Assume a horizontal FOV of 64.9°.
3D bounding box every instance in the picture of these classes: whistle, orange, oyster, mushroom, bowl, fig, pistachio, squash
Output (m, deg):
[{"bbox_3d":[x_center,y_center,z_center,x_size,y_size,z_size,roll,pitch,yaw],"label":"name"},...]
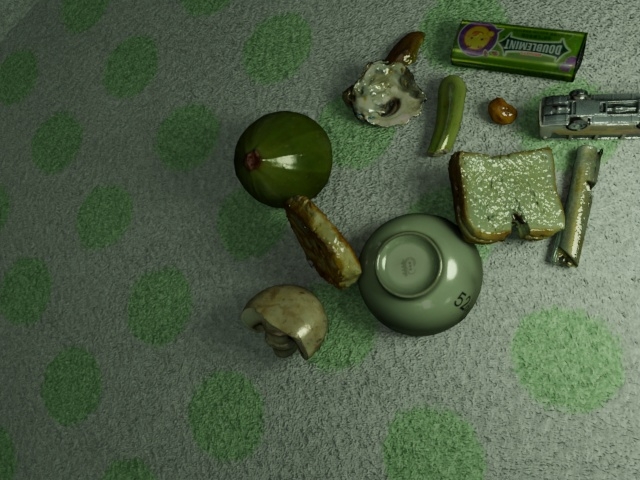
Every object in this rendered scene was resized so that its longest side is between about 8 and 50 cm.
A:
[{"bbox_3d":[0.669,-0.090,1.311,0.068,0.057,0.326,14,84,23],"label":"whistle"},{"bbox_3d":[0.511,-0.359,1.419,0.086,0.086,0.062,50,121,22],"label":"orange"},{"bbox_3d":[0.200,-0.438,1.547,0.214,0.083,0.223,-41,86,17],"label":"oyster"},{"bbox_3d":[-0.085,0.230,1.470,0.254,0.195,0.189,26,56,29],"label":"mushroom"},{"bbox_3d":[0.251,0.079,1.358,0.354,0.185,0.353,-4,77,19],"label":"bowl"},{"bbox_3d":[-0.121,-0.237,1.493,0.316,0.316,0.316,-4,77,19],"label":"fig"},{"bbox_3d":[0.265,-0.591,1.571,0.089,0.049,0.173,42,95,22],"label":"pistachio"},{"bbox_3d":[0.371,-0.364,1.471,0.083,0.083,0.250,11,86,22],"label":"squash"}]

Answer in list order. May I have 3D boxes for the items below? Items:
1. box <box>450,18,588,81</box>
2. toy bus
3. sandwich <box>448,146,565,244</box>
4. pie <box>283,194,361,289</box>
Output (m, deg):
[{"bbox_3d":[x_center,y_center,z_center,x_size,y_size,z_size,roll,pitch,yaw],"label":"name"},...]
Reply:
[{"bbox_3d":[0.557,-0.541,1.426,0.346,0.097,0.134,18,85,23],"label":"box"},{"bbox_3d":[0.742,-0.318,1.289,0.343,0.138,0.097,3,81,20],"label":"toy bus"},{"bbox_3d":[0.481,-0.113,1.315,0.273,0.095,0.248,-4,77,-5],"label":"sandwich"},{"bbox_3d":[0.000,0.000,1.415,0.092,0.315,0.315,-35,68,-11],"label":"pie"}]
